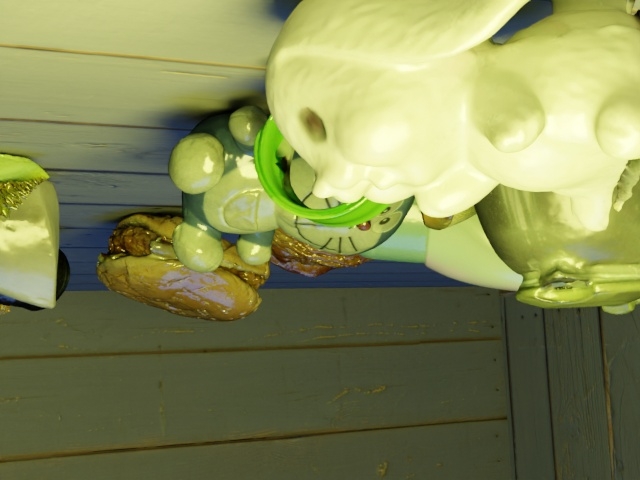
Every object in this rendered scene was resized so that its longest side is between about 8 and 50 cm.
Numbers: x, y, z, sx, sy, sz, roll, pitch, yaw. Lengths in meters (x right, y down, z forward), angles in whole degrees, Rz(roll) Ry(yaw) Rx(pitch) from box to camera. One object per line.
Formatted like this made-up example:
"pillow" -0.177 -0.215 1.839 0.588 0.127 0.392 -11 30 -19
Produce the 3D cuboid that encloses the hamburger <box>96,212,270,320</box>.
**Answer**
"hamburger" -0.238 0.052 2.122 0.283 0.145 0.259 27 165 -29

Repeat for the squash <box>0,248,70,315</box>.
"squash" -0.535 0.052 2.171 0.193 0.156 0.193 10 154 5

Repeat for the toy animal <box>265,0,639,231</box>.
"toy animal" 0.112 -0.116 0.893 0.289 0.174 0.249 10 160 -16

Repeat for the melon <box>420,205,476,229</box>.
"melon" 0.176 -0.075 1.407 0.128 0.079 0.160 -18 140 -21

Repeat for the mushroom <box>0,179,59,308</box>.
"mushroom" -0.536 -0.003 1.584 0.397 0.177 0.126 2 -179 -14

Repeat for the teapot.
"teapot" 0.267 -0.041 1.302 0.239 0.239 0.321 -2 175 5

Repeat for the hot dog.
"hot dog" 0.002 0.003 2.137 0.259 0.114 0.175 -2 175 -14

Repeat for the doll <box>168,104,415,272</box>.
"doll" -0.027 -0.059 1.326 0.258 0.154 0.228 7 137 5

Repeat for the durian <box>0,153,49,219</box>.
"durian" -0.443 -0.059 1.467 0.137 0.096 0.220 -10 165 43

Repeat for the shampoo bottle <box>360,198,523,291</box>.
"shampoo bottle" 0.191 -0.036 1.562 0.349 0.222 0.151 6 137 4

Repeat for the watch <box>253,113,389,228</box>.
"watch" 0.024 -0.092 1.126 0.165 0.152 0.131 -3 171 16
